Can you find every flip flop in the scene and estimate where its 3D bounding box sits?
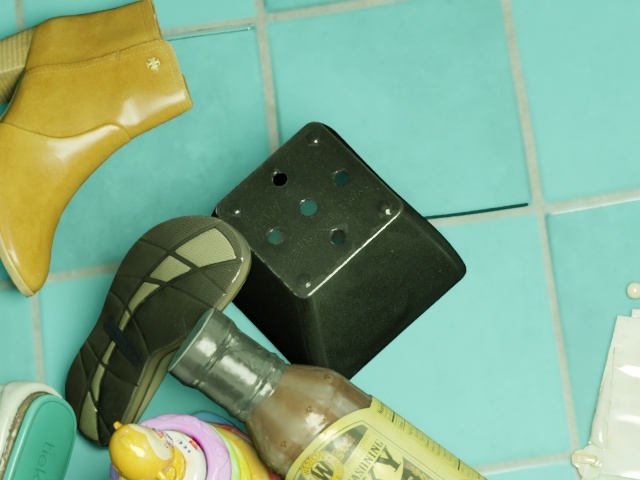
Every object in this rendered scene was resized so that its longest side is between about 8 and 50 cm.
[{"bbox_3d":[-0.143,0.082,1.827,0.112,0.080,0.277,52,126,28],"label":"flip flop"}]

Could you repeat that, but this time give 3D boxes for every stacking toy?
[{"bbox_3d":[-0.126,0.209,1.707,0.166,0.302,0.175,-40,68,-7],"label":"stacking toy"}]

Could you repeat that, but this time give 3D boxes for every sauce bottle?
[{"bbox_3d":[0.023,0.187,1.729,0.344,0.111,0.111,35,77,-6],"label":"sauce bottle"}]

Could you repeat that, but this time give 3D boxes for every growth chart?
[{"bbox_3d":[0.328,0.146,1.810,0.172,0.021,0.237,16,73,14],"label":"growth chart"}]

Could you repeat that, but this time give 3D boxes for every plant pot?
[{"bbox_3d":[0.000,0.000,1.840,0.188,0.167,0.187,-42,68,-7],"label":"plant pot"}]

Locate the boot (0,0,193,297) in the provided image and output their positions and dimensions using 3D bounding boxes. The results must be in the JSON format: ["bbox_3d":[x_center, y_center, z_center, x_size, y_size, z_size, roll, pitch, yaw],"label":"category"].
[{"bbox_3d":[-0.226,-0.101,1.948,0.211,0.104,0.295,-14,64,4],"label":"boot"}]

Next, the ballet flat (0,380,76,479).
[{"bbox_3d":[-0.335,0.315,1.808,0.139,0.139,0.400,10,67,13],"label":"ballet flat"}]
